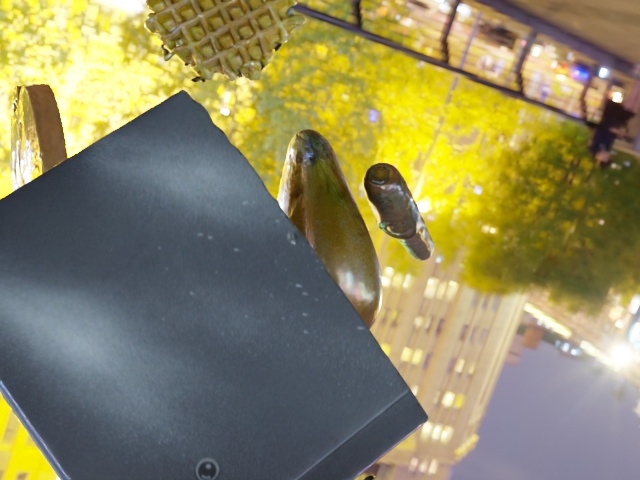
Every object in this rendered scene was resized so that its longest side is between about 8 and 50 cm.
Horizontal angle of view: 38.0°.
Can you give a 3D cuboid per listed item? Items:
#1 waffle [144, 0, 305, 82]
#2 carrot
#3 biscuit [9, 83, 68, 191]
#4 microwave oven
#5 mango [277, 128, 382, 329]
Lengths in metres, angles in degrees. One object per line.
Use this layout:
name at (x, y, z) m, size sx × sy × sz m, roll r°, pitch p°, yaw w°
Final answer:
waffle at (-0.198, -0.454, 1.800) m, size 0.329 × 0.329 × 0.062 m, roll 20°, pitch 176°, yaw 8°
carrot at (0.130, -0.026, 1.429) m, size 0.070 × 0.070 × 0.342 m, roll 23°, pitch 169°, yaw 25°
biscuit at (-0.395, -0.087, 1.286) m, size 0.052 × 0.275 × 0.355 m, roll -8°, pitch 179°, yaw -22°
microwave oven at (-0.148, 0.109, 0.842) m, size 0.374 × 0.236 × 0.432 m, roll 53°, pitch 162°, yaw 2°
mango at (0.000, 0.000, 1.323) m, size 0.146 × 0.316 × 0.193 m, roll -13°, pitch -174°, yaw -13°
